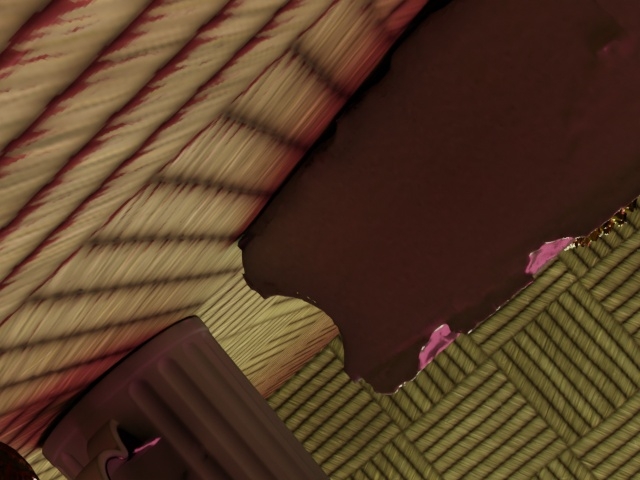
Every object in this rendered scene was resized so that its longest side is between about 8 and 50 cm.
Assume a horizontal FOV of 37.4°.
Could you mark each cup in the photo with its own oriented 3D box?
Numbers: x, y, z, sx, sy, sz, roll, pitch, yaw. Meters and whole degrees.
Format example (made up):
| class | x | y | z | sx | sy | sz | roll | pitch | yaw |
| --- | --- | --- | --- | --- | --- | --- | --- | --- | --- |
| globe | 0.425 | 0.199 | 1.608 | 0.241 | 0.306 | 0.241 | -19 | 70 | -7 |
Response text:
| class | x | y | z | sx | sy | sz | roll | pitch | yaw |
| --- | --- | --- | --- | --- | --- | --- | --- | --- | --- |
| cup | -0.112 | 0.198 | 0.750 | 0.221 | 0.202 | 0.167 | -34 | 167 | -50 |

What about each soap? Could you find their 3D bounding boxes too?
| class | x | y | z | sx | sy | sz | roll | pitch | yaw |
| --- | --- | --- | --- | --- | --- | --- | --- | --- | --- |
| soap | 0.092 | -0.045 | 0.550 | 0.302 | 0.159 | 0.258 | -43 | 176 | -3 |

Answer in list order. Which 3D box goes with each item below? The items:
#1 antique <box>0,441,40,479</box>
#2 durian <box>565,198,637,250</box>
| class | x | y | z | sx | sy | sz | roll | pitch | yaw |
| --- | --- | --- | --- | --- | --- | --- | --- | --- | --- |
| antique | -0.188 | 0.148 | 0.485 | 0.104 | 0.104 | 0.104 | -41 | 172 | -7 |
| durian | 0.219 | -0.120 | 0.913 | 0.193 | 0.138 | 0.237 | -39 | -140 | 56 |
